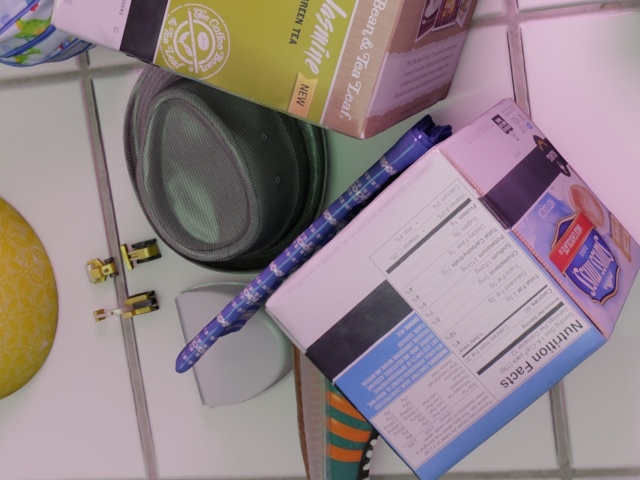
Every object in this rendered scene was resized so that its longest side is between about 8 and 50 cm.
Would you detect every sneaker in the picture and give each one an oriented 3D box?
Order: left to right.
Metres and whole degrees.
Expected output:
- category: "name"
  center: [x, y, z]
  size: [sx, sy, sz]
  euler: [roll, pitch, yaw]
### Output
- category: "sneaker"
  center: [0.036, 0.187, 1.671]
  size: [0.121, 0.108, 0.302]
  euler: [-6, 116, -7]

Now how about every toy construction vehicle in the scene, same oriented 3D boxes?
- category: "toy construction vehicle"
  center: [-0.229, 0.049, 1.768]
  size: [0.098, 0.035, 0.086]
  euler: [-12, 98, 20]

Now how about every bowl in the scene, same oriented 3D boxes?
- category: "bowl"
  center: [-0.474, 0.079, 1.793]
  size: [0.289, 0.156, 0.289]
  euler: [4, 104, 18]

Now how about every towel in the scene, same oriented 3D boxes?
- category: "towel"
  center: [0.000, 0.000, 1.543]
  size: [0.336, 0.243, 0.040]
  euler: [-44, 90, 12]

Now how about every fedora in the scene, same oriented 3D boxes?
- category: "fedora"
  center: [-0.121, -0.087, 1.654]
  size: [0.244, 0.124, 0.275]
  euler: [-8, 100, 19]

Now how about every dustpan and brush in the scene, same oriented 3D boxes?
- category: "dustpan and brush"
  center: [-0.047, 0.107, 1.717]
  size: [0.211, 0.060, 0.147]
  euler: [-7, 103, 27]

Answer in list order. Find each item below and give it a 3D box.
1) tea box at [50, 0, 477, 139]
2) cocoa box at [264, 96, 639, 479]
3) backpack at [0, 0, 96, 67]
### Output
- category: "tea box"
  center: [-0.027, -0.267, 1.472]
  size: [0.324, 0.329, 0.220]
  euler: [20, 107, 14]
- category: "cocoa box"
  center: [0.146, 0.037, 1.473]
  size: [0.231, 0.347, 0.228]
  euler: [-43, 87, 21]
- category: "backpack"
  center: [-0.347, -0.352, 1.623]
  size: [0.290, 0.273, 0.355]
  euler: [-31, 103, 15]
